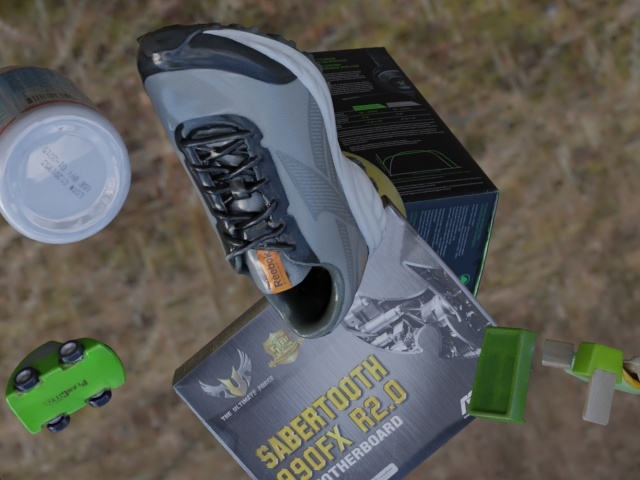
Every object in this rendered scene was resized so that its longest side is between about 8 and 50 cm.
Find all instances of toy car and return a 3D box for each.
[{"bbox_3d":[-0.266,0.144,1.576,0.225,0.053,0.239,-30,125,0],"label":"toy car"}]

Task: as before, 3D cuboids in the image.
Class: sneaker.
[{"bbox_3d":[-0.034,-0.038,1.211,0.100,0.108,0.271,-6,142,26],"label":"sneaker"}]

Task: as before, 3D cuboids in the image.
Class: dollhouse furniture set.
[{"bbox_3d":[0.166,0.098,1.229,0.151,0.059,0.076,17,171,-41],"label":"dollhouse furniture set"}]

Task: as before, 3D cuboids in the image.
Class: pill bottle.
[{"bbox_3d":[-0.178,-0.061,1.202,0.087,0.087,0.160,-18,-157,-13],"label":"pill bottle"}]

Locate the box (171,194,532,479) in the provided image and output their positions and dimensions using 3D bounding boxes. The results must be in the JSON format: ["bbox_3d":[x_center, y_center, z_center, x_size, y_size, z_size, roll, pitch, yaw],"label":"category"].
[{"bbox_3d":[0.025,0.105,1.542,0.231,0.183,0.056,-40,-170,5],"label":"box"}]

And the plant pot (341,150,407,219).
[{"bbox_3d":[0.000,0.000,1.659,0.134,0.134,0.095,-27,-167,25],"label":"plant pot"}]

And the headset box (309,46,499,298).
[{"bbox_3d":[0.034,-0.022,1.867,0.131,0.283,0.246,-7,128,-24],"label":"headset box"}]
